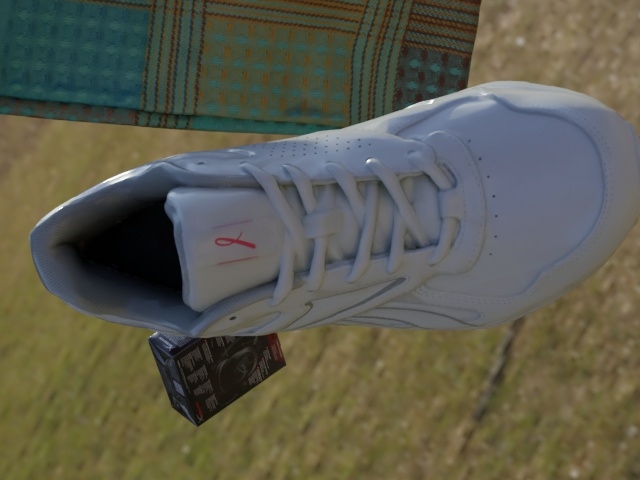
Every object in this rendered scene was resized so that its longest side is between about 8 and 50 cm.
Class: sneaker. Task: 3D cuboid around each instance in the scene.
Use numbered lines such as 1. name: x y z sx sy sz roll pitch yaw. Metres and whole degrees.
1. sneaker: 0.000 0.000 0.654 0.232 0.090 0.115 -12 0 24

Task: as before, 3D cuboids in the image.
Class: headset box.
1. headset box: -0.062 0.069 1.173 0.083 0.062 0.032 -35 41 -24

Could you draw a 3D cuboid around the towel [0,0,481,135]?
1. towel: -0.050 -0.202 1.176 0.040 0.370 0.271 28 112 61
